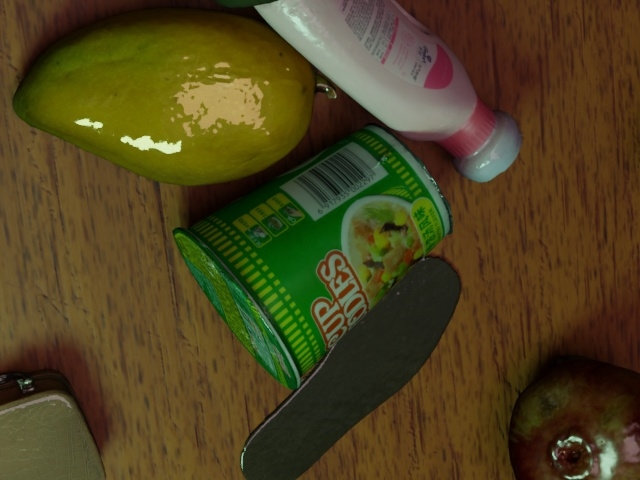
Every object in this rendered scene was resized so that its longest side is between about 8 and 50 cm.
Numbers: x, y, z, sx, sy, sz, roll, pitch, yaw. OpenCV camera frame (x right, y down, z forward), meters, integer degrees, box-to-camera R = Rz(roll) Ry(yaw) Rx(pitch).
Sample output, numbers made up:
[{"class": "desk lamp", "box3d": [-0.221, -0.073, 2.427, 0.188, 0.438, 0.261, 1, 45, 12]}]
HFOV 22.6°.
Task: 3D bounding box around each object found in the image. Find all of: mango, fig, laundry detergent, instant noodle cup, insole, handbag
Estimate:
[{"class": "mango", "box3d": [-0.141, -0.142, 1.577, 0.317, 0.119, 0.176, 4, 106, -9]}, {"class": "fig", "box3d": [0.309, 0.220, 1.788, 0.205, 0.205, 0.205, -5, 106, -16]}, {"class": "laundry detergent", "box3d": [0.072, -0.182, 1.620, 0.088, 0.159, 0.335, -30, 125, 34]}, {"class": "instant noodle cup", "box3d": [0.000, 0.000, 1.625, 0.232, 0.207, 0.207, -38, 112, -12]}, {"class": "insole", "box3d": [0.036, 0.150, 1.766, 0.328, 0.007, 0.111, -46, 112, -1]}, {"class": "handbag", "box3d": [-0.329, 0.218, 1.637, 0.193, 0.072, 0.151, -20, 110, -9]}]

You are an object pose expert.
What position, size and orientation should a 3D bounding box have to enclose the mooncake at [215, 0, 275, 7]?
[{"class": "mooncake", "box3d": [-0.014, -0.365, 1.419, 0.351, 0.351, 0.187, -37, 117, -5]}]
